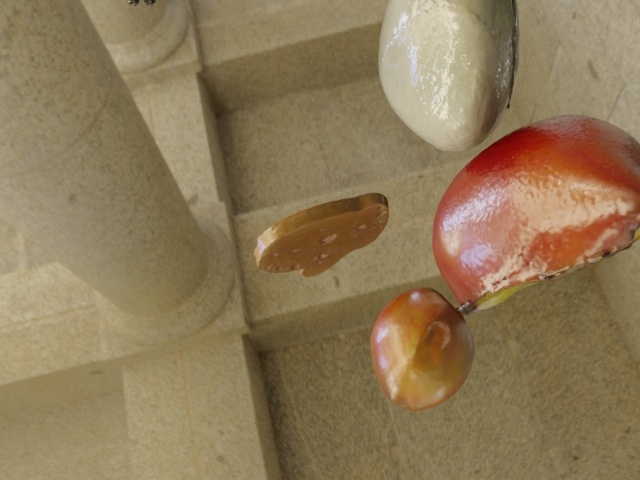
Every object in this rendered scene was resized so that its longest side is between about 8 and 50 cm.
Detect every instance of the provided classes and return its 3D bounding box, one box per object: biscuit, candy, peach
[{"bbox_3d":[-0.001,-0.001,0.662,0.140,0.118,0.023,-15,-118,-22],"label":"biscuit"},{"bbox_3d":[0.168,-0.257,0.901,0.185,0.295,0.296,-3,-116,10],"label":"candy"},{"bbox_3d":[0.280,-0.050,0.850,0.257,0.362,0.201,-18,-101,-18],"label":"peach"},{"bbox_3d":[0.088,0.099,0.600,0.100,0.101,0.101,-3,-116,6],"label":"peach"}]

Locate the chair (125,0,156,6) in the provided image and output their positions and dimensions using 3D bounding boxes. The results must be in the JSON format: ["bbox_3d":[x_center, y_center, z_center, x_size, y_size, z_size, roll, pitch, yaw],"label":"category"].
[{"bbox_3d":[-0.299,-0.459,0.893,0.136,0.147,0.270,-43,-75,12],"label":"chair"}]
